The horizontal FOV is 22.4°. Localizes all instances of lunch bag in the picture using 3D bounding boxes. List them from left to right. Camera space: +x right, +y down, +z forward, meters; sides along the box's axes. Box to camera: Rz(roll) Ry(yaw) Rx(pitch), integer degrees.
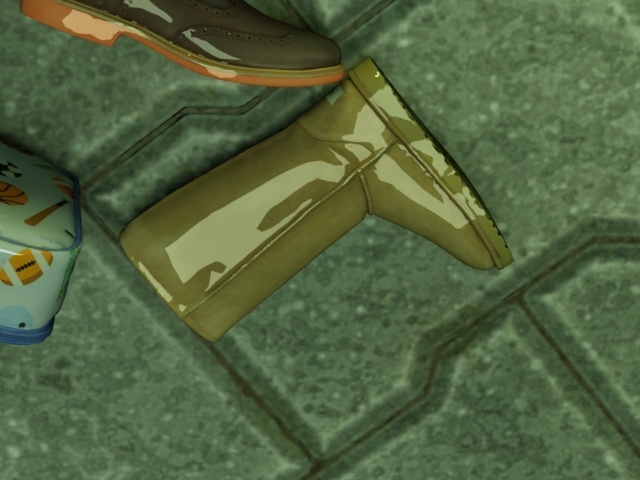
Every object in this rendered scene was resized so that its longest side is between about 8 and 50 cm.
[{"bbox_3d":[-0.339,-0.027,1.271,0.303,0.243,0.115,18,110,-15],"label":"lunch bag"}]

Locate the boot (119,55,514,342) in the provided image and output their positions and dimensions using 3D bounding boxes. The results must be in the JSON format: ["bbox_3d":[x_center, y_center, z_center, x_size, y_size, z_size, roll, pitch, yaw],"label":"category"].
[{"bbox_3d":[0.000,0.000,1.416,0.269,0.089,0.236,-37,102,9],"label":"boot"}]

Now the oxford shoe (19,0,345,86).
[{"bbox_3d":[-0.101,-0.193,1.313,0.271,0.097,0.098,14,105,-13],"label":"oxford shoe"}]
